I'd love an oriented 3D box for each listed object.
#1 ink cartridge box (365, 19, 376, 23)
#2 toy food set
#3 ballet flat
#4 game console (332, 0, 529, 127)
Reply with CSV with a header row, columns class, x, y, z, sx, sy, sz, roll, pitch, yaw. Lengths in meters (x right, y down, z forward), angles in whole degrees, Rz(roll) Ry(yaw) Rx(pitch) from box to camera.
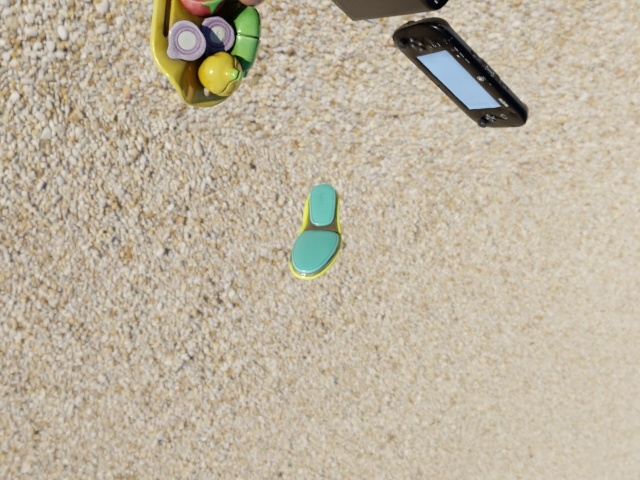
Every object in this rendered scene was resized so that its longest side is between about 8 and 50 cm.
class,x,y,z,sx,sy,sz,roll,pitch,yaw
ink cartridge box,0.164,-0.598,1.083,0.069,0.175,0.371,-1,149,-45
toy food set,-0.107,-0.253,0.640,0.128,0.071,0.217,-3,103,-47
ballet flat,0.000,0.000,0.975,0.077,0.231,0.077,2,131,7
game console,0.127,-0.247,0.711,0.361,0.213,0.044,35,92,-26
